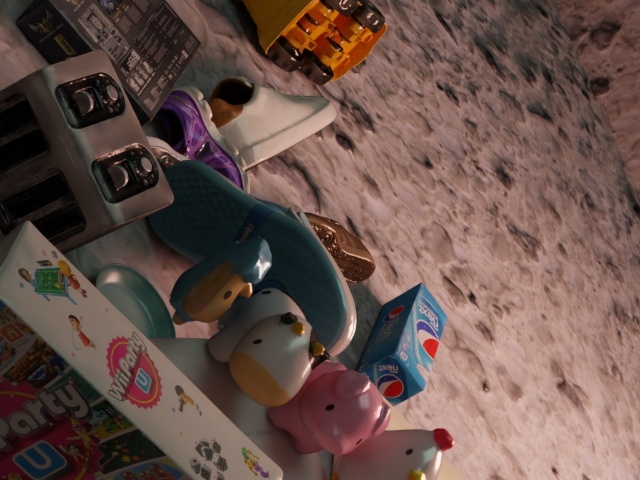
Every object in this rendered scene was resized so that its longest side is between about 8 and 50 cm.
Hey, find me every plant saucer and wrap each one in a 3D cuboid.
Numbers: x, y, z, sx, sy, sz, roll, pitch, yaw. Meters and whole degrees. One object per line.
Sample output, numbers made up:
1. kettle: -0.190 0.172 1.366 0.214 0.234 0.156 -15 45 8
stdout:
1. plant saucer: -0.197 0.081 1.487 0.119 0.021 0.119 42 29 -30

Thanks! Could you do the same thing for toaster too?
1. toaster: -0.261 -0.072 1.377 0.168 0.185 0.110 66 27 -3

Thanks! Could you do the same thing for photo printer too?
1. photo printer: -0.087 0.248 1.398 0.256 0.107 0.308 11 53 -59

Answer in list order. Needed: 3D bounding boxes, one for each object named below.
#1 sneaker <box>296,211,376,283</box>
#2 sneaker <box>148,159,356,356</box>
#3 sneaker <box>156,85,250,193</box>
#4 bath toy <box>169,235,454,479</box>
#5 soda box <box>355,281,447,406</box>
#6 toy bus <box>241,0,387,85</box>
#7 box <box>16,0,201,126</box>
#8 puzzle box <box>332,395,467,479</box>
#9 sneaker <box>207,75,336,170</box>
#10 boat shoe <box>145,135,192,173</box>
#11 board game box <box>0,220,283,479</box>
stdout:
1. sneaker: 0.000 0.000 1.916 0.188 0.066 0.071 36 16 -50
2. sneaker: -0.034 0.033 1.622 0.319 0.127 0.208 43 10 34
3. sneaker: -0.151 -0.104 1.755 0.071 0.068 0.170 -34 93 -42
4. bath toy: 0.005 0.146 1.406 0.348 0.129 0.151 49 24 -23
5. soda box: 0.110 0.141 1.930 0.067 0.071 0.210 53 25 -13
6. toy bus: -0.033 -0.361 2.177 0.211 0.149 0.220 52 18 26
7. box: -0.247 -0.247 1.720 0.183 0.059 0.233 50 27 -18
8. puzzle box: 0.109 0.390 1.669 0.272 0.052 0.409 47 27 -25
9. sneaker: -0.069 -0.176 1.911 0.123 0.106 0.290 60 26 -2
10. boat shoe: -0.184 -0.083 1.665 0.142 0.049 0.040 23 43 -55
11. board game box: -0.212 0.159 1.132 0.303 0.224 0.097 47 29 -22
